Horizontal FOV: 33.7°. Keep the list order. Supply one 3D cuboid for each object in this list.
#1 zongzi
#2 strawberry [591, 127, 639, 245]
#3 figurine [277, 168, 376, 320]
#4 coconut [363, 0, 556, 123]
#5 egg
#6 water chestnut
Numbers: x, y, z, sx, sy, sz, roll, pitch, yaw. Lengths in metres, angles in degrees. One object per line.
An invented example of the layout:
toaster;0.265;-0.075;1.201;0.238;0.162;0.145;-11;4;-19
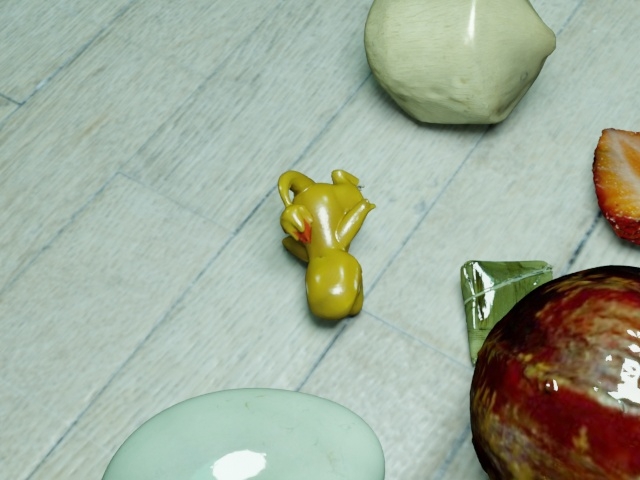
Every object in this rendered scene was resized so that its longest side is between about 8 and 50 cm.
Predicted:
zongzi;0.205;0.076;1.130;0.104;0.052;0.113;-1;68;-8
strawberry;0.370;-0.055;1.198;0.146;0.082;0.187;-16;50;-17
figurine;-0.002;0.000;1.133;0.121;0.122;0.176;-25;60;24
coconut;0.170;-0.235;1.252;0.224;0.224;0.224;0;55;0
egg;-0.068;0.223;0.944;0.264;0.183;0.183;-13;56;-17
water chestnut;0.287;0.183;0.935;0.350;0.350;0.302;23;101;15
